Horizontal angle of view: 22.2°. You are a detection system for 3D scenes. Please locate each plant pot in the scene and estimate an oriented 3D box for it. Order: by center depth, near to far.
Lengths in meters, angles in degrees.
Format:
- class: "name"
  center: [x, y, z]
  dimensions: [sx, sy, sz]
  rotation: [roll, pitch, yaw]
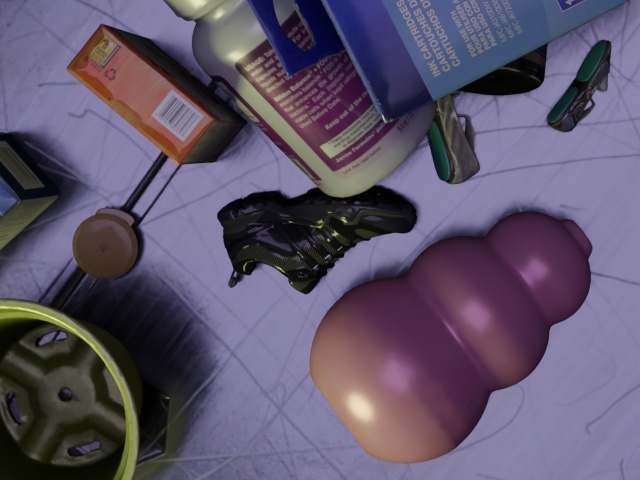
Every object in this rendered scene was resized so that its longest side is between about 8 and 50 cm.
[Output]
- class: "plant pot"
  center: [-0.307, 0.188, 1.798]
  dimensions: [0.276, 0.254, 0.276]
  rotation: [0, 94, 7]

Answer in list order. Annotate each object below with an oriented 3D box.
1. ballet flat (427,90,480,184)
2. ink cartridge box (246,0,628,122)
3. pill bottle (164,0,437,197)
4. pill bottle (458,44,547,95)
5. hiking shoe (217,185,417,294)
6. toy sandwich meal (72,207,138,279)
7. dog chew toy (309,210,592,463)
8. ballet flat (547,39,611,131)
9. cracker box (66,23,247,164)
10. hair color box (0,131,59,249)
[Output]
- class: "ballet flat"
  center: [0.138, -0.147, 1.839]
  dimensions: [0.052, 0.057, 0.168]
  rotation: [-18, 96, -23]
- class: "ink cartridge box"
  center: [0.124, -0.295, 1.585]
  dimensions: [0.395, 0.151, 0.270]
  rotation: [-27, 98, 10]
- class: "pill bottle"
  center: [-0.028, -0.201, 1.739]
  dimensions: [0.169, 0.169, 0.301]
  rotation: [-42, 113, 7]
- class: "pill bottle"
  center: [0.191, -0.276, 1.773]
  dimensions: [0.122, 0.123, 0.219]
  rotation: [5, 81, 5]
- class: "hiking shoe"
  center: [0.000, 0.000, 1.850]
  dimensions: [0.226, 0.086, 0.114]
  rotation: [-3, 107, 11]
- class: "toy sandwich meal"
  center: [-0.248, 0.003, 1.893]
  dimensions: [0.085, 0.029, 0.086]
  rotation: [1, 99, 5]
- class: "dog chew toy"
  center: [0.153, 0.092, 1.780]
  dimensions: [0.332, 0.206, 0.207]
  rotation: [-36, 90, -1]
- class: "ballet flat"
  center: [0.298, -0.169, 1.825]
  dimensions: [0.041, 0.041, 0.114]
  rotation: [34, 97, 2]
- class: "cracker box"
  center: [-0.172, -0.156, 1.770]
  dimensions: [0.155, 0.232, 0.067]
  rotation: [40, 95, 2]
- class: "hair color box"
  center: [-0.471, 0.027, 1.842]
  dimensions: [0.347, 0.174, 0.105]
  rotation: [-41, 89, 7]
